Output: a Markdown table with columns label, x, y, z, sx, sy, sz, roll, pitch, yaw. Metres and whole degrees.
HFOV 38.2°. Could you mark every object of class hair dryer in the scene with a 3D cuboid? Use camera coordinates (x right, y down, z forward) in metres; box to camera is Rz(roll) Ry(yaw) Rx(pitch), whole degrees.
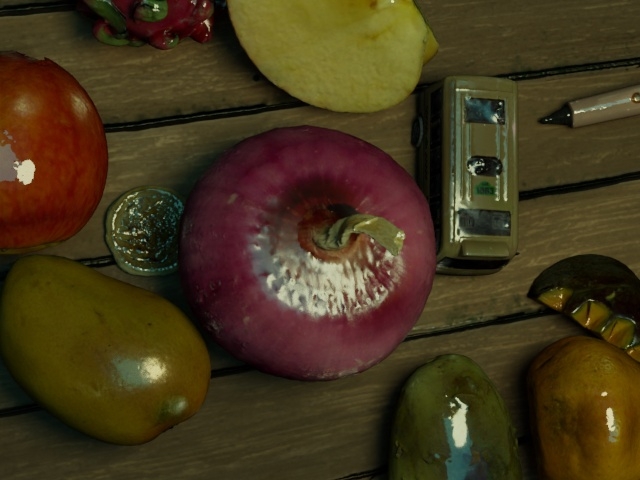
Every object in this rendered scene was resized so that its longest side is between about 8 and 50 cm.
| label | x | y | z | sx | sy | sz | roll | pitch | yaw |
| --- | --- | --- | --- | --- | --- | --- | --- | --- | --- |
| hair dryer | 0.518 | -0.224 | 1.453 | 0.344 | 0.189 | 0.106 | -14 | 88 | 3 |

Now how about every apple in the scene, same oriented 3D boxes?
| label | x | y | z | sx | sy | sz | roll | pitch | yaw |
| --- | --- | --- | --- | --- | --- | --- | --- | --- | --- |
| apple | 0.031 | -0.352 | 1.318 | 0.314 | 0.252 | 0.309 | -58 | 140 | -19 |

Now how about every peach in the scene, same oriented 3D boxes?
| label | x | y | z | sx | sy | sz | roll | pitch | yaw |
| --- | --- | --- | --- | --- | --- | --- | --- | --- | --- |
| peach | -0.408 | -0.116 | 1.208 | 0.281 | 0.238 | 0.281 | 6 | 80 | -34 |

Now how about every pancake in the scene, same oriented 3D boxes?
| label | x | y | z | sx | sy | sz | roll | pitch | yaw |
| --- | --- | --- | --- | --- | --- | --- | --- | --- | --- |
| pancake | -0.247 | -0.014 | 1.345 | 0.139 | 0.022 | 0.139 | 1 | 84 | -10 |

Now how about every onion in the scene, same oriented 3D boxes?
| label | x | y | z | sx | sy | sz | roll | pitch | yaw |
| --- | --- | --- | --- | --- | --- | --- | --- | --- | --- |
| onion | -0.015 | -0.001 | 1.253 | 0.358 | 0.345 | 0.358 | 3 | 51 | -3 |

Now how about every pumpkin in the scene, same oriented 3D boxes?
| label | x | y | z | sx | sy | sz | roll | pitch | yaw |
| --- | --- | --- | --- | --- | --- | --- | --- | --- | --- |
| pumpkin | 0.471 | 0.101 | 1.423 | 0.254 | 0.130 | 0.149 | 35 | 80 | -5 |

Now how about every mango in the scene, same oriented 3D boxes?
| label | x | y | z | sx | sy | sz | roll | pitch | yaw |
| --- | --- | --- | --- | --- | --- | --- | --- | --- | --- |
| mango | -0.299 | 0.146 | 1.248 | 0.317 | 0.173 | 0.211 | 33 | 79 | 0 |

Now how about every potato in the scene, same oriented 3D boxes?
| label | x | y | z | sx | sy | sz | roll | pitch | yaw |
| --- | --- | --- | --- | --- | --- | --- | --- | --- | --- |
| potato | 0.192 | 0.318 | 1.326 | 0.210 | 0.173 | 0.307 | -3 | 88 | -10 |

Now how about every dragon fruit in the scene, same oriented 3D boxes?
| label | x | y | z | sx | sy | sz | roll | pitch | yaw |
| --- | --- | --- | --- | --- | --- | --- | --- | --- | --- |
| dragon fruit | -0.264 | -0.378 | 1.303 | 0.273 | 0.198 | 0.218 | 31 | 91 | 18 |

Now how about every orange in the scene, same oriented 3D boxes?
| label | x | y | z | sx | sy | sz | roll | pitch | yaw |
| --- | --- | --- | --- | --- | --- | --- | --- | --- | --- |
| orange | 0.399 | 0.266 | 1.328 | 0.183 | 0.249 | 0.249 | -6 | 86 | 6 |

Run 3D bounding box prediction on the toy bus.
| label | x | y | z | sx | sy | sz | roll | pitch | yaw |
| --- | --- | --- | --- | --- | --- | --- | --- | --- | --- |
| toy bus | 0.221 | -0.093 | 1.376 | 0.139 | 0.157 | 0.289 | 4 | 84 | -10 |
